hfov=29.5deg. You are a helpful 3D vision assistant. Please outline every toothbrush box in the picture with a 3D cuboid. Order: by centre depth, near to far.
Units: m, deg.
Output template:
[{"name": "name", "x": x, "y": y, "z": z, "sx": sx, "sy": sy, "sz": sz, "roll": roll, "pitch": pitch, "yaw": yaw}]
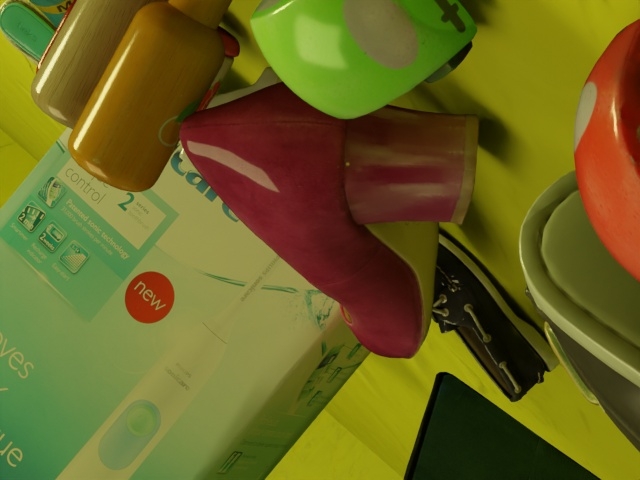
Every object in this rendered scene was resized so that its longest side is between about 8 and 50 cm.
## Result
[{"name": "toothbrush box", "x": -0.111, "y": 0.062, "z": 0.771, "sx": 0.216, "sy": 0.295, "sz": 0.126, "roll": 41, "pitch": -179, "yaw": 18}]

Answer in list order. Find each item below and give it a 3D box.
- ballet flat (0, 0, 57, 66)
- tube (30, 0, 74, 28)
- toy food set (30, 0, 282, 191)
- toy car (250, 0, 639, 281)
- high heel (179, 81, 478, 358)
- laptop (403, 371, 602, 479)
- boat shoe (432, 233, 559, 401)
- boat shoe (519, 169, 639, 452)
[{"name": "ballet flat", "x": -0.208, "y": -0.152, "z": 1.057, "sx": 0.168, "sy": 0.057, "sz": 0.052, "roll": 47, "pitch": -162, "yaw": -1}, {"name": "tube", "x": -0.125, "y": -0.141, "z": 0.662, "sx": 0.052, "sy": 0.080, "sz": 0.207, "roll": 47, "pitch": 175, "yaw": -3}, {"name": "toy food set", "x": -0.057, "y": -0.093, "z": 0.583, "sx": 0.111, "sy": 0.104, "sz": 0.232, "roll": 35, "pitch": -168, "yaw": 13}, {"name": "toy car", "x": 0.031, "y": -0.064, "z": 0.363, "sx": 0.239, "sy": 0.053, "sz": 0.225, "roll": 47, "pitch": 168, "yaw": -20}, {"name": "high heel", "x": 0.000, "y": 0.000, "z": 0.574, "sx": 0.117, "sy": 0.082, "sz": 0.244, "roll": 5, "pitch": 164, "yaw": 0}, {"name": "laptop", "x": 0.224, "y": 0.182, "z": 0.438, "sx": 0.382, "sy": 0.236, "sz": 0.408, "roll": 35, "pitch": 150, "yaw": -2}, {"name": "boat shoe", "x": 0.082, "y": 0.040, "z": 0.686, "sx": 0.125, "sy": 0.038, "sz": 0.046, "roll": 46, "pitch": 172, "yaw": -16}, {"name": "boat shoe", "x": 0.156, "y": 0.066, "z": 0.382, "sx": 0.228, "sy": 0.081, "sz": 0.068, "roll": 47, "pitch": 173, "yaw": 25}]
